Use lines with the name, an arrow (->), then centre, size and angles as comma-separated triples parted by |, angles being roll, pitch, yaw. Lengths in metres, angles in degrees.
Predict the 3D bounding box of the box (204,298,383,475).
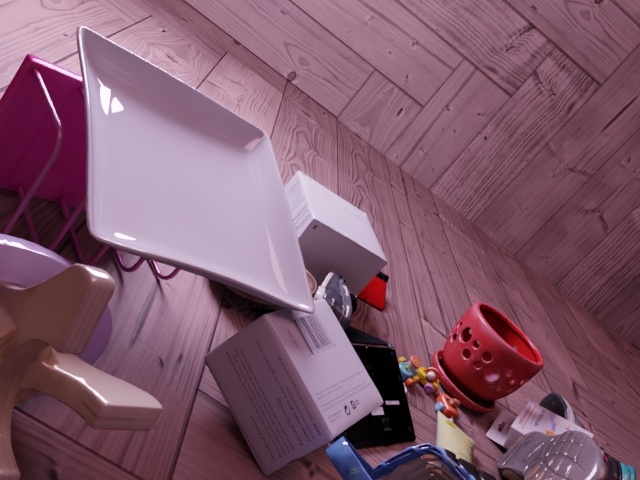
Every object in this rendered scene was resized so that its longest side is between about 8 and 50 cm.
box -> -0.032, 0.193, 0.972 | 0.182, 0.119, 0.181 | 60, 24, 12

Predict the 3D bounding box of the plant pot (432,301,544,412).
plant pot -> 0.347, 0.253, 1.507 | 0.191, 0.174, 0.191 | 35, 21, -15

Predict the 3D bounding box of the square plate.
square plate -> -0.168, -0.079, 0.924 | 0.347, 0.049, 0.344 | 25, 39, -44

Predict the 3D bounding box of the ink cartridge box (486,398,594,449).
ink cartridge box -> 0.441, 0.393, 1.424 | 0.181, 0.062, 0.104 | 26, 35, 23

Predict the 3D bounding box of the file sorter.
file sorter -> -0.304, -0.080, 0.995 | 0.290, 0.202, 0.182 | 17, 31, -48

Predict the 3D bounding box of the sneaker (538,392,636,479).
sneaker -> 0.583, 0.473, 1.532 | 0.178, 0.124, 0.295 | 28, 30, -17

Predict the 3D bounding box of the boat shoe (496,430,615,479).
boat shoe -> 0.422, 0.411, 1.210 | 0.130, 0.132, 0.355 | 49, -7, 6

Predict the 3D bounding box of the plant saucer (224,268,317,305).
plant saucer -> -0.105, 0.063, 1.234 | 0.198, 0.036, 0.198 | 19, 19, -7

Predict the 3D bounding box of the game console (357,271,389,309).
game console -> 0.077, 0.086, 1.616 | 0.144, 0.085, 0.124 | 31, -10, -26

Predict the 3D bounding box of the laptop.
laptop -> 0.023, 0.229, 1.208 | 0.234, 0.136, 0.264 | 14, 58, -51

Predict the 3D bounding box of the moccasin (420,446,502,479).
moccasin -> 0.283, 0.452, 1.041 | 0.380, 0.147, 0.139 | 30, 7, -17

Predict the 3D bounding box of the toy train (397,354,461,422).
toy train -> 0.211, 0.283, 1.384 | 0.166, 0.046, 0.125 | 32, 21, -23

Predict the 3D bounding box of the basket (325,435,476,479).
basket -> 0.114, 0.354, 0.771 | 0.255, 0.201, 0.289 | 53, -8, 35

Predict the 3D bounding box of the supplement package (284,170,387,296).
supplement package -> 0.000, 0.000, 1.454 | 0.194, 0.149, 0.203 | 30, 22, -26

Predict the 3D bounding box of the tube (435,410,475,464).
tube -> 0.231, 0.369, 1.225 | 0.240, 0.062, 0.070 | -30, 112, -75

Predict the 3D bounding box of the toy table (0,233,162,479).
toy table -> -0.281, 0.107, 0.620 | 0.274, 0.252, 0.161 | 4, 23, -46

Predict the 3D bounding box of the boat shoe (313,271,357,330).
boat shoe -> 0.027, 0.114, 1.275 | 0.079, 0.084, 0.233 | 20, 9, 3
